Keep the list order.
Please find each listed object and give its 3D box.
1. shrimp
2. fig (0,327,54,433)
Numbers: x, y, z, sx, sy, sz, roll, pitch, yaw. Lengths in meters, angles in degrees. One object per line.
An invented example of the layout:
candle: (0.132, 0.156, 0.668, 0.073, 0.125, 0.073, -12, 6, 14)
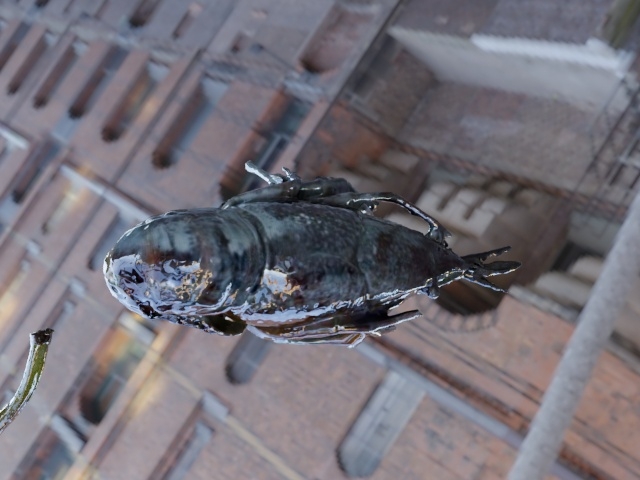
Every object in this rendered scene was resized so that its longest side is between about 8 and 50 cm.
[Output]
shrimp: (-0.002, 0.000, 0.994, 0.372, 0.172, 0.137, 1, 162, -40)
fig: (-0.274, 0.145, 0.905, 0.124, 0.236, 0.124, 52, -171, -12)
